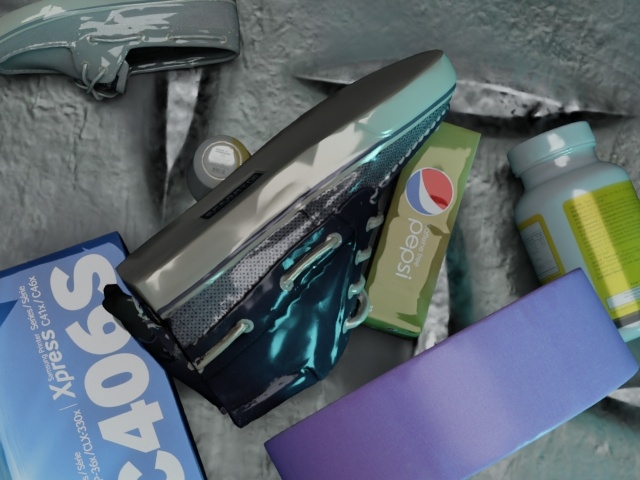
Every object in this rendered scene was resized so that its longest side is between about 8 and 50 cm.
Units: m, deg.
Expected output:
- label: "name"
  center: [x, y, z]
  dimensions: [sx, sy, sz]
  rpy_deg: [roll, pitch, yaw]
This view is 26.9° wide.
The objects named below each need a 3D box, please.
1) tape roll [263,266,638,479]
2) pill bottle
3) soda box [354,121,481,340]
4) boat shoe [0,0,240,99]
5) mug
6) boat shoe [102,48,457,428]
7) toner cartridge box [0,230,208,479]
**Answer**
- label: "tape roll"
  center: [0.097, 0.124, 1.008]
  dimensions: [0.274, 0.275, 0.090]
  rpy_deg: [-28, 82, -7]
- label: "pill bottle"
  center: [0.225, -0.002, 1.122]
  dimensions: [0.103, 0.103, 0.184]
  rpy_deg: [-20, 83, -6]
- label: "soda box"
  center: [0.080, -0.010, 1.136]
  dimensions: [0.058, 0.061, 0.181]
  rpy_deg: [17, 80, -1]
- label: "boat shoe"
  center: [-0.177, -0.165, 1.138]
  dimensions: [0.227, 0.079, 0.081]
  rpy_deg: [-12, 77, -8]
- label: "mug"
  center: [-0.077, -0.065, 1.135]
  dimensions: [0.078, 0.064, 0.062]
  rpy_deg: [-30, 83, -8]
- label: "boat shoe"
  center: [0.000, 0.000, 1.077]
  dimensions: [0.340, 0.127, 0.158]
  rpy_deg: [-38, 109, -10]
- label: "toner cartridge box"
  center: [-0.182, 0.183, 1.083]
  dimensions: [0.165, 0.075, 0.348]
  rpy_deg: [-20, 82, -5]
